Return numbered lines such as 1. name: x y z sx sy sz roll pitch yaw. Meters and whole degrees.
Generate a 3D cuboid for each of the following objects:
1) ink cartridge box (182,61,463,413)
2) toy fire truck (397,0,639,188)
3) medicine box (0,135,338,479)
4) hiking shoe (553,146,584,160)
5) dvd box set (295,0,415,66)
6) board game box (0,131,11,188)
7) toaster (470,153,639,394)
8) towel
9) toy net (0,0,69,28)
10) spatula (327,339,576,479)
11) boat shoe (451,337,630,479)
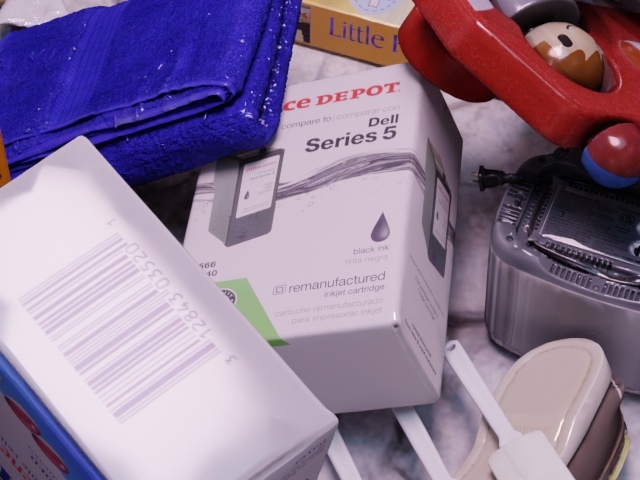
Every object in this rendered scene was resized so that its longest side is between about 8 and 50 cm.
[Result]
1. ink cartridge box: 0.000 0.000 1.390 0.198 0.115 0.273 -9 49 20
2. toy fire truck: 0.221 -0.141 1.362 0.302 0.169 0.254 3 43 -44
3. medicine box: -0.142 0.123 1.187 0.149 0.289 0.263 -36 72 -24
4. hiking shoe: 0.313 -0.061 1.508 0.227 0.086 0.114 -25 62 -7
5. dvd box set: 0.157 -0.278 1.681 0.420 0.062 0.307 17 53 13
6. board game box: -0.468 0.011 1.259 0.356 0.356 0.356 17 53 13
7. toaster: 0.220 0.030 1.384 0.227 0.146 0.129 17 53 12
8. towel: -0.171 -0.142 1.481 0.308 0.076 0.227 -13 47 25
9. toy net: -0.324 -0.263 1.680 0.232 0.045 0.122 33 56 21
10. spatula: 0.077 0.161 1.276 0.168 0.019 0.242 -31 29 -1
11. boat shoe: 0.135 0.214 1.263 0.117 0.096 0.324 -1 39 42
